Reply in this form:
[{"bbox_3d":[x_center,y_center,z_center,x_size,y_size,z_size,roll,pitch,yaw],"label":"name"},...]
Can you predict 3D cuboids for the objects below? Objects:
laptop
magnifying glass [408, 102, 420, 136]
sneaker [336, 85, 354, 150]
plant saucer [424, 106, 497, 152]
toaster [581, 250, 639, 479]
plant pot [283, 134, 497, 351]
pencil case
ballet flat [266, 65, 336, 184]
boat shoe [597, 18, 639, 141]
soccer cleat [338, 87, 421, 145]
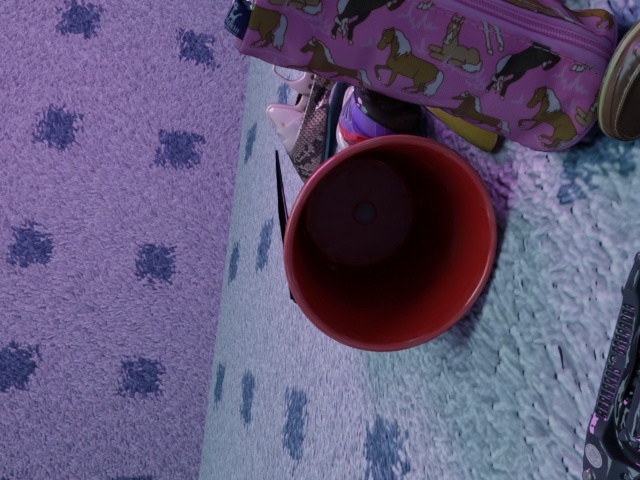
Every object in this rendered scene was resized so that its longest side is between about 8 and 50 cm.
[{"bbox_3d":[0.000,0.000,1.045,0.136,0.264,0.234,-47,34,29],"label":"laptop"},{"bbox_3d":[0.137,-0.253,1.055,0.092,0.026,0.231,117,155,-43],"label":"magnifying glass"},{"bbox_3d":[0.074,-0.259,1.193,0.075,0.057,0.162,152,128,-74],"label":"sneaker"},{"bbox_3d":[0.163,-0.330,0.801,0.333,0.080,0.333,-112,21,-59],"label":"plant saucer"},{"bbox_3d":[0.264,0.085,0.336,0.129,0.146,0.227,-153,72,-70],"label":"toaster"},{"bbox_3d":[0.076,-0.018,0.809,0.243,0.274,0.275,-113,35,-75],"label":"plant pot"},{"bbox_3d":[0.105,-0.213,0.585,0.167,0.385,0.160,-89,19,-54],"label":"pencil case"},{"bbox_3d":[-0.034,-0.365,1.366,0.164,0.181,0.484,-123,45,-62],"label":"ballet flat"},{"bbox_3d":[0.298,-0.163,0.479,0.060,0.064,0.178,-108,35,-57],"label":"boat shoe"},{"bbox_3d":[0.078,-0.184,0.885,0.116,0.108,0.318,-53,9,19],"label":"soccer cleat"}]
